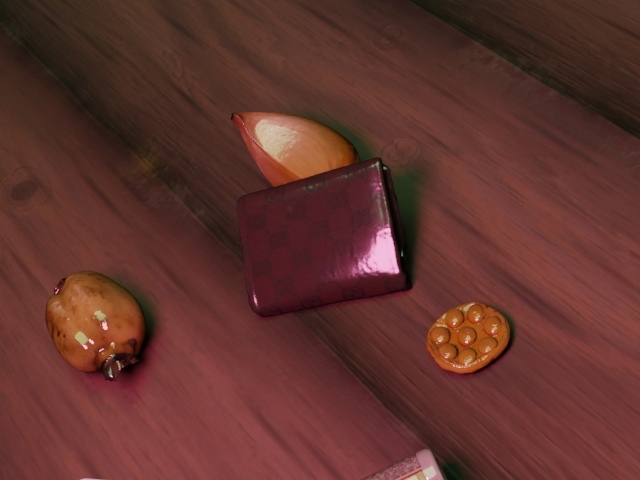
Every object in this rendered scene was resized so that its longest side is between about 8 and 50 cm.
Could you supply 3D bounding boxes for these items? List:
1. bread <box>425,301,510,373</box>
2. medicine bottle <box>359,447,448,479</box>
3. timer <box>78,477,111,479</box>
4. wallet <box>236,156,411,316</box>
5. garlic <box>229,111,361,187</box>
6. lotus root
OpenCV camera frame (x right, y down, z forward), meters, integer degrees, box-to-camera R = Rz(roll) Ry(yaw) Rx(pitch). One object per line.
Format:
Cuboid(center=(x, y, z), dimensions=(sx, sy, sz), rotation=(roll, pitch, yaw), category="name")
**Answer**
Cuboid(center=(0.183, 0.121, 1.716), dimensions=(0.110, 0.024, 0.110), rotation=(-14, 44, 14), category="bread")
Cuboid(center=(0.079, 0.297, 1.558), dimensions=(0.140, 0.079, 0.079), rotation=(-26, 42, 2), category="medicine bottle")
Cuboid(center=(-0.189, 0.395, 1.519), dimensions=(0.194, 0.195, 0.192), rotation=(-1, 48, 28), category="timer")
Cuboid(center=(0.000, 0.000, 1.864), dimensions=(0.229, 0.049, 0.182), rotation=(-13, 82, 19), category="wallet")
Cuboid(center=(-0.030, -0.110, 1.984), dimensions=(0.207, 0.115, 0.128), rotation=(35, 45, 21), category="garlic")
Cuboid(center=(-0.306, 0.122, 1.910), dimensions=(0.221, 0.118, 0.125), rotation=(43, 109, 44), category="lotus root")
